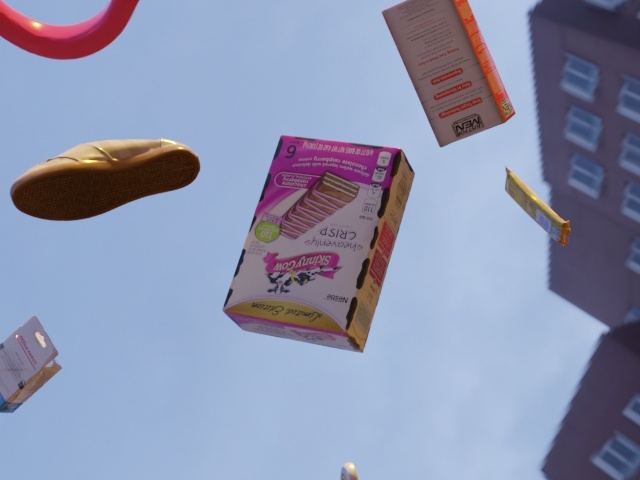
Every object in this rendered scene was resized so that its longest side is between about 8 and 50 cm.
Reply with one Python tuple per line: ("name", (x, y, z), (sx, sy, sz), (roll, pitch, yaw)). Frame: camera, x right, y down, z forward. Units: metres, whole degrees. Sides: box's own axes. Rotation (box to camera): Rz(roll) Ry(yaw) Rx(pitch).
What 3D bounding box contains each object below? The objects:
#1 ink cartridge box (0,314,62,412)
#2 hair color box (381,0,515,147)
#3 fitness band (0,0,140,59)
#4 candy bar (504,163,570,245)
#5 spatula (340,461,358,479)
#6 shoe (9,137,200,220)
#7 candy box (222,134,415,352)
("ink cartridge box", (-0.265, 0.110, 1.148), (0.083, 0.048, 0.028), (-41, -22, 13))
("hair color box", (0.121, -0.167, 1.213), (0.141, 0.072, 0.043), (67, -153, -7))
("fitness band", (-0.277, -0.319, 1.359), (0.209, 0.054, 0.291), (23, -51, -12))
("candy bar", (0.289, -0.047, 1.744), (0.018, 0.161, 0.040), (-16, -51, -19))
("spatula", (0.029, 0.250, 0.683), (0.019, 0.168, 0.242), (-5, -53, -12))
("shoe", (-0.251, -0.076, 1.492), (0.219, 0.058, 0.076), (-12, -52, -16))
("candy box", (0.000, 0.000, 1.490), (0.071, 0.159, 0.233), (52, -129, -59))
